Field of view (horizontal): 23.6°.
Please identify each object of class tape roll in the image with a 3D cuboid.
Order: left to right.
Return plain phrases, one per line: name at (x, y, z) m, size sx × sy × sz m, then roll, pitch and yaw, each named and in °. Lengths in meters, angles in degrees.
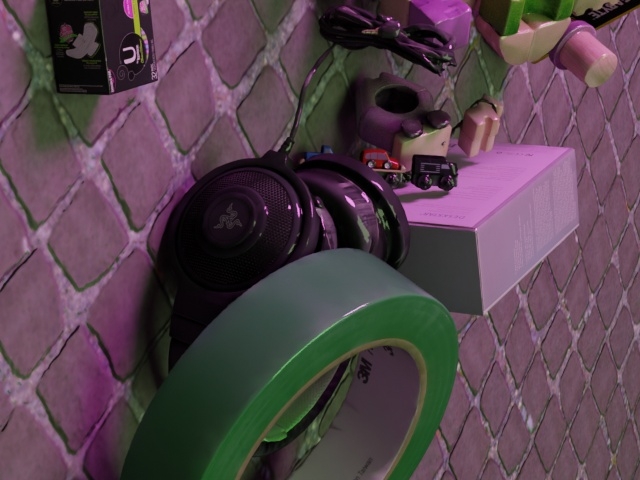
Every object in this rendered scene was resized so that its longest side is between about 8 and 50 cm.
tape roll at (-0.020, 0.162, 1.260) m, size 0.321 × 0.077 × 0.321 m, roll -35°, pitch 145°, yaw -29°

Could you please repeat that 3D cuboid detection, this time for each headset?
headset at (0.000, 0.000, 1.294) m, size 0.243 × 0.185 × 0.394 m, roll -8°, pitch 112°, yaw -58°

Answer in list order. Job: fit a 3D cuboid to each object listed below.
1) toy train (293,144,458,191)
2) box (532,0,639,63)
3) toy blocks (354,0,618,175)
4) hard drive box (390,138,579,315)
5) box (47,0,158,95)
toy train at (0.051, -0.068, 1.422) m, size 0.027 × 0.158 × 0.036 m, roll -140°, pitch -127°, yaw -78°
box at (0.303, -0.383, 1.679) m, size 0.079 × 0.257 × 0.322 m, roll 20°, pitch 72°, yaw -17°
toy blocks at (0.133, -0.283, 1.483) m, size 0.288 × 0.260 × 0.309 m, roll -21°, pitch 141°, yaw -26°
hard drive box at (0.125, -0.021, 1.498) m, size 0.232 × 0.181 × 0.089 m, roll -34°, pitch 123°, yaw -51°
box at (-0.162, -0.155, 1.137) m, size 0.062 × 0.052 × 0.083 m, roll -28°, pitch 119°, yaw -54°
